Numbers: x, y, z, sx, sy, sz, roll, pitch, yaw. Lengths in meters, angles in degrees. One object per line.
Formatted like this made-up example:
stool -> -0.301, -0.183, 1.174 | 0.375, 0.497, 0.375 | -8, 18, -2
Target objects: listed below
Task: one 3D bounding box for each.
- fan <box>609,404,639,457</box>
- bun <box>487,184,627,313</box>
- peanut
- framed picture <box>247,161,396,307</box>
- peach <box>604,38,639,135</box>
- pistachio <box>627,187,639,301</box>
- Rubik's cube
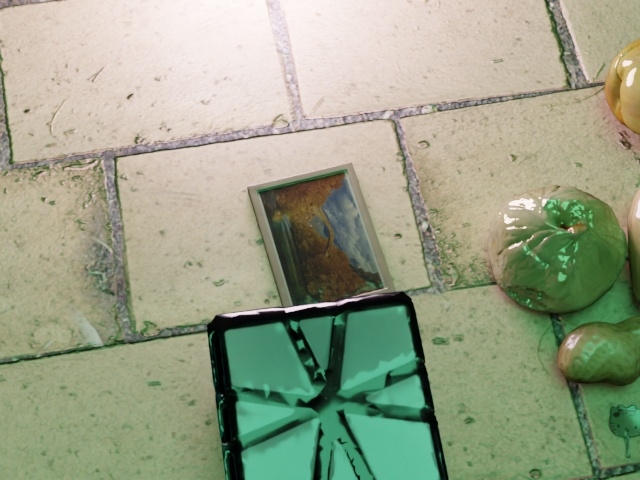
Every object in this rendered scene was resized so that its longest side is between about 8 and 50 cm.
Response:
fan -> 0.466, 0.289, 1.768 | 0.056, 0.004, 0.083 | 4, 64, -2
bun -> 0.375, 0.004, 1.826 | 0.220, 0.134, 0.220 | -1, 64, 3
peanut -> 0.471, 0.167, 1.784 | 0.228, 0.085, 0.104 | -9, 75, -9
framed picture -> 0.000, 0.000, 1.876 | 0.184, 0.016, 0.250 | -13, 66, -8
peach -> 0.570, -0.251, 1.938 | 0.184, 0.184, 0.184 | 1, 65, -2
pistachio -> 0.549, 0.011, 1.832 | 0.157, 0.157, 0.229 | 8, 68, 1
Rubik's cube -> 0.002, 0.259, 1.609 | 0.293, 0.283, 0.288 | -8, 66, -8
